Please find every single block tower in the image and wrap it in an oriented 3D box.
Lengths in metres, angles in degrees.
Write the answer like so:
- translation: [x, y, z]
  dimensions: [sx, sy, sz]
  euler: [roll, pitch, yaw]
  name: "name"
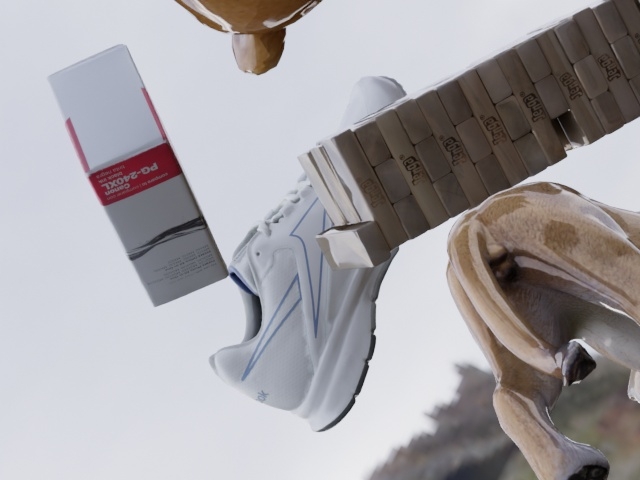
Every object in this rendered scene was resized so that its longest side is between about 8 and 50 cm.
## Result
- translation: [0.142, -0.095, 1.441]
  dimensions: [0.335, 0.097, 0.091]
  euler: [-30, 5, -17]
  name: "block tower"

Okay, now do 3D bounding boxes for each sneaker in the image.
- translation: [0.000, 0.000, 1.622]
  dimensions: [0.111, 0.129, 0.297]
  euler: [150, 137, -75]
  name: "sneaker"

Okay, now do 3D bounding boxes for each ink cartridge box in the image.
- translation: [-0.126, -0.043, 1.389]
  dimensions: [0.063, 0.109, 0.150]
  euler: [-24, -42, -4]
  name: "ink cartridge box"

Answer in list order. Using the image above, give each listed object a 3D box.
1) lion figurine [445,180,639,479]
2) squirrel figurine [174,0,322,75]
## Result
- translation: [0.171, 0.035, 1.063]
  dimensions: [0.142, 0.240, 0.392]
  euler: [-48, -38, 13]
  name: "lion figurine"
- translation: [-0.093, -0.272, 1.126]
  dimensions: [0.281, 0.397, 0.371]
  euler: [39, -136, -56]
  name: "squirrel figurine"
